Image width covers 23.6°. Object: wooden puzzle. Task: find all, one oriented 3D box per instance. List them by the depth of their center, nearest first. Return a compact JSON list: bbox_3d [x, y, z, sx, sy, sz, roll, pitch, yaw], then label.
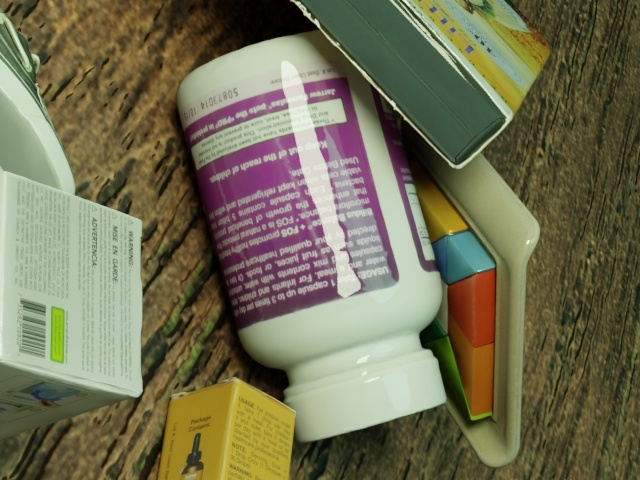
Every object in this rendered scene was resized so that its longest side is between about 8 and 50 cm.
[{"bbox_3d":[0.106,0.035,1.256,0.044,0.239,0.221,-11,38,-17],"label":"wooden puzzle"}]

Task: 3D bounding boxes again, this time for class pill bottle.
[{"bbox_3d":[0.000,0.000,1.213,0.169,0.169,0.301,-7,80,-52],"label":"pill bottle"}]

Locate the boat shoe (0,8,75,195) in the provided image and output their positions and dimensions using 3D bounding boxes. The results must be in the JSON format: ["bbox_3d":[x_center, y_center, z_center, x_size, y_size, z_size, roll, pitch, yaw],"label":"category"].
[{"bbox_3d":[-0.227,-0.119,1.060,0.219,0.078,0.070,59,40,-12],"label":"boat shoe"}]

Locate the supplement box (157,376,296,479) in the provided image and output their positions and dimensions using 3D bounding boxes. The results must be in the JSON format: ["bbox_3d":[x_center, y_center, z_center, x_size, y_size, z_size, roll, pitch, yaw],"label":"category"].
[{"bbox_3d":[-0.076,0.222,1.100,0.080,0.078,0.233,31,53,-40],"label":"supplement box"}]

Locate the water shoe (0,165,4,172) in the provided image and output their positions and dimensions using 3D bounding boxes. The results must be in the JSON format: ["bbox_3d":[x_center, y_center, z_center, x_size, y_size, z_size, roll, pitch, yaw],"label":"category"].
[{"bbox_3d":[-0.263,-0.050,1.012,0.080,0.073,0.203,-32,101,-25],"label":"water shoe"}]

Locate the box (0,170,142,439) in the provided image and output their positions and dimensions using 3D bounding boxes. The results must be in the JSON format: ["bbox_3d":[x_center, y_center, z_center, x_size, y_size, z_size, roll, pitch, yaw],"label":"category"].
[{"bbox_3d":[-0.211,0.052,0.905,0.103,0.203,0.114,22,57,-45],"label":"box"}]

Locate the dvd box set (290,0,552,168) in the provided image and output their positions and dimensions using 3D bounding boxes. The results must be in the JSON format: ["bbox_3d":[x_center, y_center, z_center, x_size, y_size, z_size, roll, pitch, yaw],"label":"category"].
[{"bbox_3d":[0.058,-0.225,1.281,0.307,0.062,0.420,47,19,-1],"label":"dvd box set"}]
